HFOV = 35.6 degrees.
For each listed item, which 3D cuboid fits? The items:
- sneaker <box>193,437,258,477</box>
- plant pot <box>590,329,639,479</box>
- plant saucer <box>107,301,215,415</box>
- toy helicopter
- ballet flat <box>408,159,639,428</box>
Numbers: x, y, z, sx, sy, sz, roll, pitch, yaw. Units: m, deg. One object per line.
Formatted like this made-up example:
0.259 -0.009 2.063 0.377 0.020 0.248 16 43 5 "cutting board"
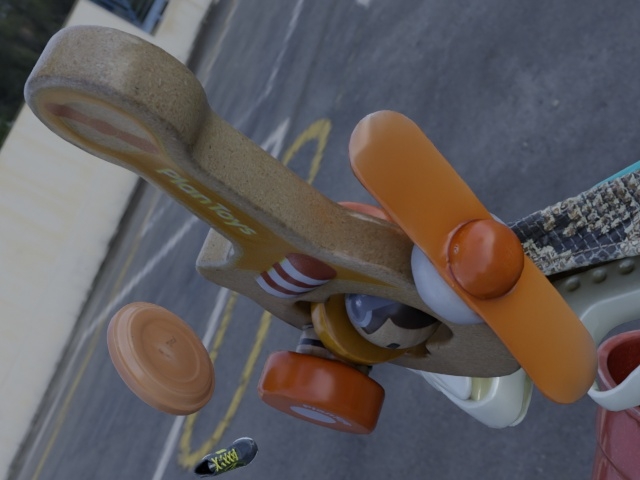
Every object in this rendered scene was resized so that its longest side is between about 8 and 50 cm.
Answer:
-0.107 0.248 1.116 0.083 0.031 0.035 -31 -7 23 "sneaker"
0.348 0.255 0.884 0.272 0.272 0.265 -113 31 -68 "plant pot"
-0.101 0.074 0.648 0.013 0.083 0.083 -40 26 25 "plant saucer"
0.000 0.000 0.544 0.235 0.355 0.140 1 64 44 "toy helicopter"
0.186 0.044 0.756 0.483 0.164 0.182 -20 58 35 "ballet flat"
